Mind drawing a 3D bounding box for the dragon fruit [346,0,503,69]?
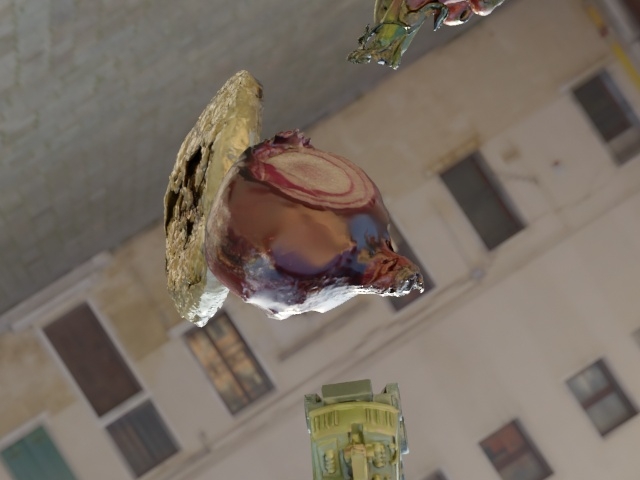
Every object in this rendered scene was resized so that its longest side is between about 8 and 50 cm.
[{"bbox_3d":[0.101,-0.231,1.116,0.236,0.135,0.137,-51,-168,19],"label":"dragon fruit"}]

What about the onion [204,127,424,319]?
[{"bbox_3d":[-0.006,0.012,1.240,0.173,0.198,0.135,-28,149,-49],"label":"onion"}]

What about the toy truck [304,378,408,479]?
[{"bbox_3d":[0.037,0.214,1.199,0.085,0.191,0.116,-6,-148,4],"label":"toy truck"}]

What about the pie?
[{"bbox_3d":[-0.145,-0.059,1.867,0.077,0.339,0.339,13,160,-16],"label":"pie"}]
